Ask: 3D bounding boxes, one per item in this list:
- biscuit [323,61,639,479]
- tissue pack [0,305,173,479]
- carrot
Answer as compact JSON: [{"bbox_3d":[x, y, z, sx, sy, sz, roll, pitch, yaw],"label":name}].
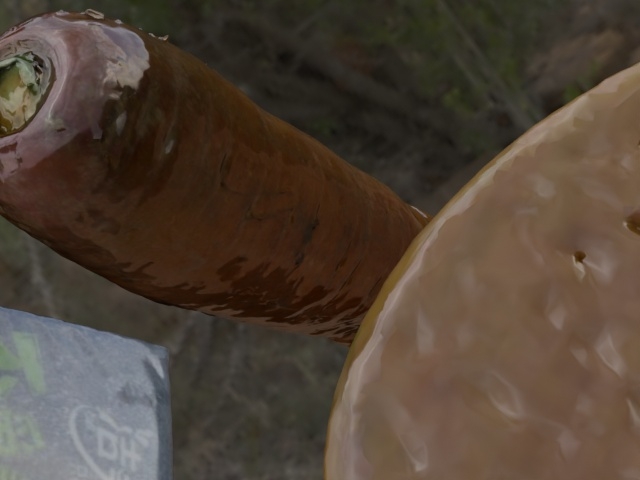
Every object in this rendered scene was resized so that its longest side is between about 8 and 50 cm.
[{"bbox_3d":[0.086,0.093,0.311,0.044,0.202,0.288,58,-132,-75],"label":"biscuit"},{"bbox_3d":[-0.293,0.170,1.187,0.124,0.394,0.288,-47,37,45],"label":"tissue pack"},{"bbox_3d":[0.000,0.000,0.460,0.059,0.248,0.059,-11,70,33],"label":"carrot"}]
